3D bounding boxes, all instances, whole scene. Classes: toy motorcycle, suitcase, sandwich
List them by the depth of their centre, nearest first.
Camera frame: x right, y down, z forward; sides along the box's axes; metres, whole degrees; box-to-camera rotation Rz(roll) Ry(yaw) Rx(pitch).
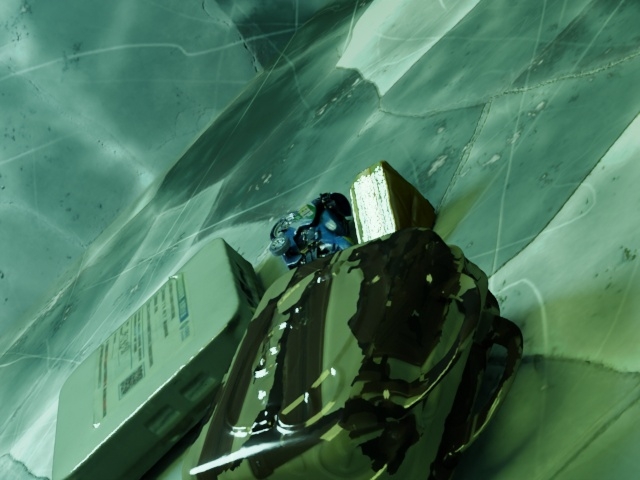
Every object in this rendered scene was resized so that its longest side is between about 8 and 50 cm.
[{"bbox_3d":[0.055,0.157,1.327,0.339,0.194,0.351,-22,31,38],"label":"suitcase"},{"bbox_3d":[0.079,-0.010,1.719,0.079,0.113,0.163,-30,25,39],"label":"sandwich"},{"bbox_3d":[0.000,0.000,1.911,0.135,0.092,0.254,-36,29,3],"label":"toy motorcycle"}]

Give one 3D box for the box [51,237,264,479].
[{"bbox_3d":[-0.248,0.197,2.004,0.396,0.111,0.396,-44,20,7],"label":"box"}]
